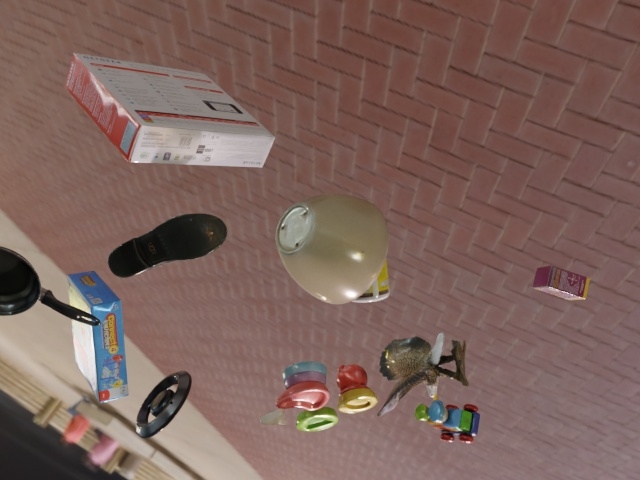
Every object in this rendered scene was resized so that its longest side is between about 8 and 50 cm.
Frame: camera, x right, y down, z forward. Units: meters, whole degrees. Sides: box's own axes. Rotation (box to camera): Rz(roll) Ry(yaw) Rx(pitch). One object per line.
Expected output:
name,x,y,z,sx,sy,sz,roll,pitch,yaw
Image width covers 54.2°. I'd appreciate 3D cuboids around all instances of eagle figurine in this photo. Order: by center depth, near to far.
eagle figurine,0.299,0.407,1.912,0.298,0.225,0.226,-12,170,18

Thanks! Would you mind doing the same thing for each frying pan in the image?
frying pan,-0.655,0.092,1.394,0.326,0.053,0.197,6,124,-10

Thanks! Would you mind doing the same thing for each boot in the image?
boot,-0.323,0.007,1.335,0.229,0.263,0.091,-163,55,-85

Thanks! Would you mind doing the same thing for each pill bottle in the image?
pill bottle,0.117,0.050,1.661,0.117,0.117,0.215,1,99,44

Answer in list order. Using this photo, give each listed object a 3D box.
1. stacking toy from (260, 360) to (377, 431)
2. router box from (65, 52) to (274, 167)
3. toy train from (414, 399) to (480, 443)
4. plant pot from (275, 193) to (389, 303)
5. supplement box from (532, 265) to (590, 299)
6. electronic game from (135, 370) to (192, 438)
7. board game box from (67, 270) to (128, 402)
stacking toy,-0.020,0.457,1.887,0.309,0.130,0.279,20,134,-35
router box,-0.313,-0.272,1.326,0.301,0.335,0.082,45,121,32
toy train,0.334,0.517,1.818,0.143,0.105,0.248,24,157,-19
plant pot,0.000,0.000,1.556,0.284,0.284,0.191,-1,163,45
supplement box,0.457,0.081,1.188,0.083,0.043,0.055,18,170,-9
electronic game,-0.474,0.493,1.891,0.048,0.229,0.229,45,149,-23
board game box,-0.672,0.279,1.878,0.308,0.086,0.302,24,119,53
